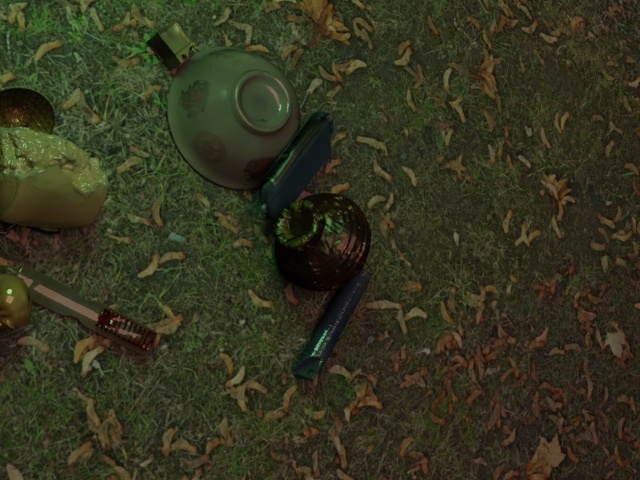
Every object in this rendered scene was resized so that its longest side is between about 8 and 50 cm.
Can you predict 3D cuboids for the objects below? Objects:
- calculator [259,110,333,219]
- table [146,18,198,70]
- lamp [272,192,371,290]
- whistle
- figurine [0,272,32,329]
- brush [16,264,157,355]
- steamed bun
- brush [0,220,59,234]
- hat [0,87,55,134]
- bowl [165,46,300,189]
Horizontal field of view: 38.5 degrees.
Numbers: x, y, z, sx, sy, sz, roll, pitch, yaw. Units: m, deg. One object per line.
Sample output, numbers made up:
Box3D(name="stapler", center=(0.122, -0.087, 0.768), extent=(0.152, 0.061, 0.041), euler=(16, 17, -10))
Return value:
Box3D(name="calculator", center=(-0.054, -0.172, 2.132), extent=(0.051, 0.173, 0.293), euler=(30, 68, 15))
Box3D(name="table", center=(-0.330, -0.438, 2.053), extent=(0.062, 0.079, 0.083), euler=(-46, 107, -26))
Box3D(name="lamp", center=(0.000, 0.000, 2.091), extent=(0.247, 0.247, 0.247), euler=(5, 80, -30))
Box3D(name="whistle", center=(0.030, 0.197, 2.176), extent=(0.062, 0.062, 0.304), euler=(39, 65, -20))
Box3D(name="figurine", center=(-0.657, 0.132, 1.764), extent=(0.196, 0.114, 0.108), euler=(-17, 114, -21))
Box3D(name="brush", center=(-0.481, 0.147, 1.893), extent=(0.321, 0.050, 0.060), euler=(31, 72, -22))
Box3D(name="steamed bun", center=(-0.532, -0.127, 1.830), extent=(0.225, 0.170, 0.200), euler=(4, 78, -37))
Box3D(name="brush", center=(-0.623, -0.040, 1.853), extent=(0.193, 0.016, 0.063), euler=(12, 75, -29))
Box3D(name="hat", center=(-0.619, -0.259, 1.869), extent=(0.146, 0.067, 0.146), euler=(-12, 128, -16))
Box3D(name="bowl", center=(-0.163, -0.298, 2.086), extent=(0.345, 0.157, 0.346), euler=(6, 79, -30))
